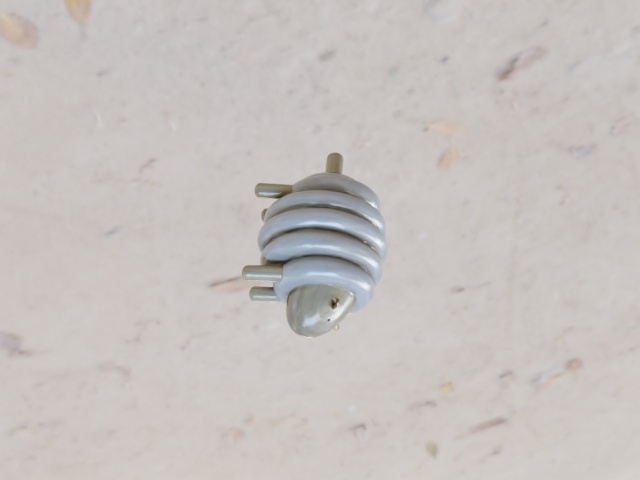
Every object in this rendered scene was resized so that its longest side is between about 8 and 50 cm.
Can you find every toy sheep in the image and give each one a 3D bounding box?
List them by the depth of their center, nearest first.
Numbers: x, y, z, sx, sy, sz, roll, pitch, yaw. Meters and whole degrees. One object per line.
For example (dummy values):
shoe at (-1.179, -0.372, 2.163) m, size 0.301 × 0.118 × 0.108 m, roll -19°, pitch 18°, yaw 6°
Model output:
toy sheep at (0.000, 0.000, 0.770) m, size 0.091 × 0.132 × 0.091 m, roll 5°, pitch 155°, yaw 2°
